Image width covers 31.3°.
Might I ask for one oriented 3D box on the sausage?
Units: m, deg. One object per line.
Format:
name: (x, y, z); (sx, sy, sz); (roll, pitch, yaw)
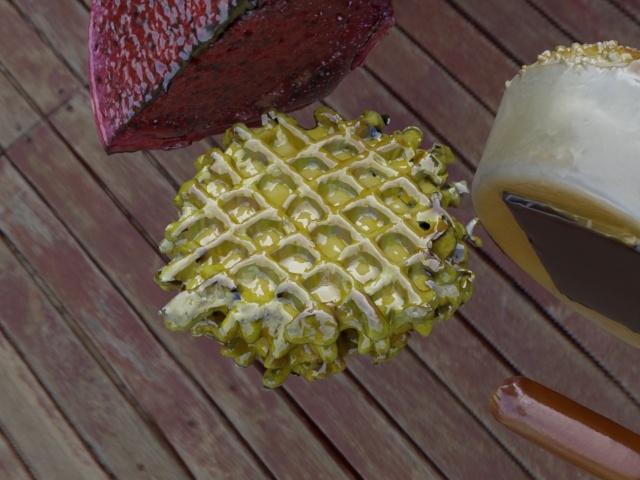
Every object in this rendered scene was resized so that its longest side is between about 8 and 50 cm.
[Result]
sausage: (0.185, 0.141, 0.844); (0.131, 0.039, 0.041); (28, 35, -1)

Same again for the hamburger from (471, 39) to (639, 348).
hamburger: (0.261, -0.031, 0.877); (0.302, 0.302, 0.170); (33, 77, 20)

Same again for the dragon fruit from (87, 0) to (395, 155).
dragon fruit: (-0.053, -0.172, 0.776); (0.189, 0.262, 0.163); (52, 44, -6)

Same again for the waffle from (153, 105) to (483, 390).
waffle: (0.000, 0.000, 0.706); (0.197, 0.070, 0.193); (-5, 49, 0)
